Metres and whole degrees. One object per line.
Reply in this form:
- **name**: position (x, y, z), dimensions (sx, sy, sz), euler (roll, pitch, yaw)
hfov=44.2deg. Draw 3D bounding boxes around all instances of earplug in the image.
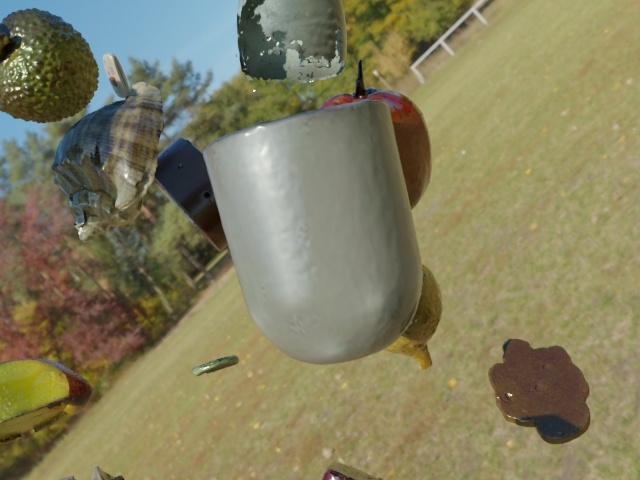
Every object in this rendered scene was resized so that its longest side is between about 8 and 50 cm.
- **earplug**: position (0.000, 0.000, 1.286), dimensions (0.312, 0.394, 0.312), euler (-13, 3, 1)

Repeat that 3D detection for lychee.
- **lychee**: position (-0.666, -0.407, 1.847), dimensions (0.270, 0.270, 0.320), euler (-44, -4, 6)

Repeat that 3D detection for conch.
- **conch**: position (-0.367, -0.142, 1.336), dimensions (0.210, 0.159, 0.291), euler (169, 110, -68)

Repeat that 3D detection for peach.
- **peach**: position (-0.635, 0.333, 1.706), dimensions (0.267, 0.154, 0.159), euler (-20, -20, -19)

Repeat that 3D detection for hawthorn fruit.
- **hawthorn fruit**: position (0.088, -0.192, 1.509), dimensions (0.254, 0.300, 0.254), euler (-6, 26, 3)

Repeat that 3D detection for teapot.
- **teapot**: position (0.176, 0.120, 1.666), dimensions (0.203, 0.311, 0.167), euler (-23, -17, 40)

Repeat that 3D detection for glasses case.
- **glasses case**: position (-0.368, -0.297, 1.421), dimensions (0.032, 0.083, 0.021), euler (5, 32, 40)

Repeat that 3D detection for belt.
- **belt**: position (-0.261, -0.107, 1.711), dimensions (0.122, 0.217, 0.338), euler (-42, 35, -7)

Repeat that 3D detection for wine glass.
- **wine glass**: position (-0.051, -0.434, 1.313), dimensions (0.190, 0.357, 0.190), euler (-1, -1, 0)

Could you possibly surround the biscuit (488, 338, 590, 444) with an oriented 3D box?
- **biscuit**: position (0.495, 0.338, 1.794), dimensions (0.208, 0.041, 0.290), euler (-19, 43, -4)

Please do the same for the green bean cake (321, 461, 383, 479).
- **green bean cake**: position (0.065, 0.399, 1.236), dimensions (0.135, 0.135, 0.056), euler (49, -119, -79)

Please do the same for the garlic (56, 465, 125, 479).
- **garlic**: position (-0.359, 0.475, 1.051), dimensions (0.325, 0.279, 0.132), euler (-41, -33, -18)

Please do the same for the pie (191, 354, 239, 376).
- **pie**: position (-0.182, 0.216, 1.358), dimensions (0.085, 0.017, 0.085), euler (-18, -11, -4)
